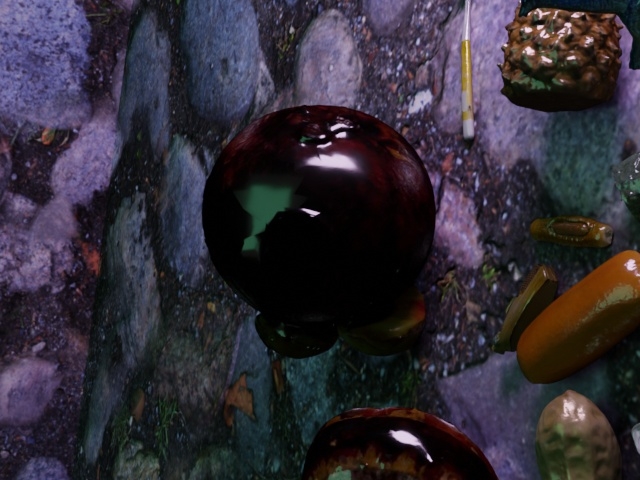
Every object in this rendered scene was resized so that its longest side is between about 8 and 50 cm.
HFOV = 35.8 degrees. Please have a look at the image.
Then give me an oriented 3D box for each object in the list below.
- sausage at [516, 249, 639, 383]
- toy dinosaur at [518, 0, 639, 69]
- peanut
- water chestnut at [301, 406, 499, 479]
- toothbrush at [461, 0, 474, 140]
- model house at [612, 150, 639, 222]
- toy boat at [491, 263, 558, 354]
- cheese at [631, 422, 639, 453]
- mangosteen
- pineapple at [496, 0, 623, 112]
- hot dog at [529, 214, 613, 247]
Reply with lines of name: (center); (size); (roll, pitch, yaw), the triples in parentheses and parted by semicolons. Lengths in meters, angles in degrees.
sausage: (0.344, 0.108, 1.284); (0.238, 0.098, 0.098); (-47, 47, 36)
toy dinosaur: (0.432, -0.307, 1.216); (0.363, 0.147, 0.076); (-20, 39, 17)
peanut: (0.318, 0.324, 1.233); (0.111, 0.125, 0.274); (-12, 73, 34)
water chestnut: (0.121, 0.358, 1.430); (0.300, 0.300, 0.300); (-18, 67, 52)
toothbrush: (0.234, -0.300, 1.597); (0.021, 0.024, 0.288); (-15, 70, 51)
model house: (0.422, -0.076, 1.253); (0.083, 0.066, 0.079); (-31, 45, 27)
toy boat: (0.289, 0.101, 1.403); (0.149, 0.047, 0.049); (-64, 24, 18)
cheese: (0.457, 0.184, 1.135); (0.255, 0.050, 0.127); (-40, 51, 43)
mangosteen: (0.000, -0.005, 1.576); (0.381, 0.381, 0.421); (3, 98, 55)
pineapple: (0.335, -0.348, 1.355); (0.169, 0.169, 0.340); (-5, 75, 55)
hot dog: (0.343, -0.015, 1.369); (0.137, 0.028, 0.044); (12, 85, 57)
